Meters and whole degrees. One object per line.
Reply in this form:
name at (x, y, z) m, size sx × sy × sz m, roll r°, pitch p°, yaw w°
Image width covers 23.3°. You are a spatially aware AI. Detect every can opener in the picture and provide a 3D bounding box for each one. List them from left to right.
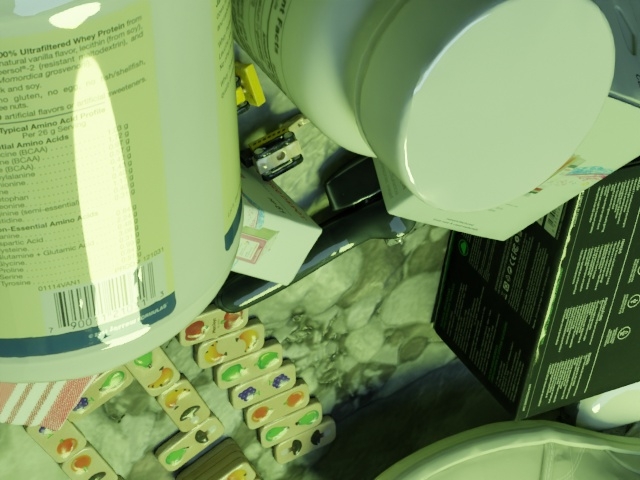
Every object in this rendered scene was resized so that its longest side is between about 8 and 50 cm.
can opener at (0.000, 0.000, 1.169) m, size 0.186 × 0.073 × 0.059 m, roll -34°, pitch 177°, yaw -3°

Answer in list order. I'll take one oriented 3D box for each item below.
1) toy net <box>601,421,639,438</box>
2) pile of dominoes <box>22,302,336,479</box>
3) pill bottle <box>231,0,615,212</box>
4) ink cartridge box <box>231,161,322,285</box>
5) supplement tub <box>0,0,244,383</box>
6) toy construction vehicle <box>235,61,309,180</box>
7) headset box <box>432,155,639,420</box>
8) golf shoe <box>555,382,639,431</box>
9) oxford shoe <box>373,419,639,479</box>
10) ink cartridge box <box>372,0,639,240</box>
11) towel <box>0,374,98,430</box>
toy net at (0.266, 0.252, 1.580) m, size 0.122 × 0.045 × 0.232 m, roll 7°, pitch 119°, yaw -38°
pile of dominoes at (-0.094, 0.162, 1.240) m, size 0.196 × 0.040 × 0.251 m, roll -36°, pitch 139°, yaw -5°
pill bottle at (0.029, -0.148, 0.881) m, size 0.160 × 0.283 × 0.160 m, roll -20°, pitch 135°, yaw -22°
ink cartridge box at (-0.073, -0.022, 1.061) m, size 0.122 × 0.088 × 0.052 m, roll 19°, pitch 110°, yaw -44°
supplement tub at (-0.161, -0.112, 0.809) m, size 0.235 × 0.235 × 0.325 m, roll -20°, pitch 134°, yaw -21°
toy construction vehicle at (-0.035, -0.093, 1.076) m, size 0.098 × 0.035 × 0.086 m, roll -31°, pitch 127°, yaw -14°
headset box at (0.261, -0.013, 1.280) m, size 0.283 × 0.131 × 0.246 m, roll -13°, pitch 131°, yaw -27°
golf shoe at (0.355, 0.126, 1.480) m, size 0.272 × 0.120 × 0.105 m, roll -22°, pitch 137°, yaw -18°
oxford shoe at (0.215, 0.258, 1.410) m, size 0.449 × 0.130 × 0.169 m, roll 8°, pitch 132°, yaw -38°
ink cartridge box at (0.133, -0.102, 1.065) m, size 0.127 × 0.128 × 0.176 m, roll 13°, pitch 143°, yaw -42°
towel at (-0.226, 0.056, 1.064) m, size 0.197 × 0.029 × 0.144 m, roll 19°, pitch 112°, yaw -40°
